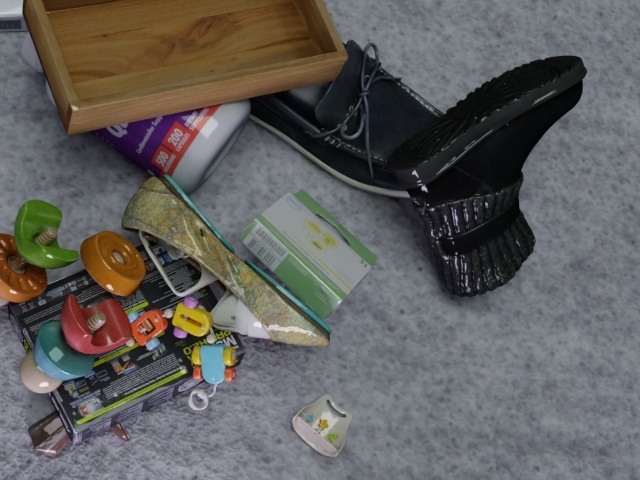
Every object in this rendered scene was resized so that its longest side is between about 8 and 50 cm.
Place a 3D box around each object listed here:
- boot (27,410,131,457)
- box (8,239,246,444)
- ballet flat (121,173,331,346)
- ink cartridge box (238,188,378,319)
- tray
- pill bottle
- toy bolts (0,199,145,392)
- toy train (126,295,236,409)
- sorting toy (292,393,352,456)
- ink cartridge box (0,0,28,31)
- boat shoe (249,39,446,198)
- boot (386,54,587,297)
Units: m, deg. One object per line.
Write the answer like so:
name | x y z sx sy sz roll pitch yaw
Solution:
boot | -0.338 0.272 1.613 0.114 0.037 0.106 -41 81 -20
box | -0.274 0.132 1.636 0.270 0.060 0.216 -25 73 -23
ballet flat | -0.141 0.056 1.619 0.348 0.123 0.123 43 68 6
ink cartridge box | 0.000 0.000 1.700 0.171 0.056 0.235 43 33 2
tray | -0.186 -0.288 1.622 0.410 0.076 0.203 -15 70 -26
pill bottle | -0.275 -0.224 1.707 0.323 0.181 0.181 35 68 0
toy bolts | -0.348 0.093 1.558 0.218 0.158 0.228 18 38 -50
toy train | -0.184 0.143 1.582 0.125 0.046 0.166 -42 85 21
sorting toy | 0.008 0.267 1.695 0.083 0.045 0.075 42 61 2
ink cartridge box | -0.421 -0.449 1.811 0.275 0.060 0.239 -4 73 -14
boat shoe | 0.032 -0.216 1.794 0.500 0.156 0.187 27 67 -5
boot | 0.289 -0.099 1.757 0.348 0.131 0.260 -33 115 -2
